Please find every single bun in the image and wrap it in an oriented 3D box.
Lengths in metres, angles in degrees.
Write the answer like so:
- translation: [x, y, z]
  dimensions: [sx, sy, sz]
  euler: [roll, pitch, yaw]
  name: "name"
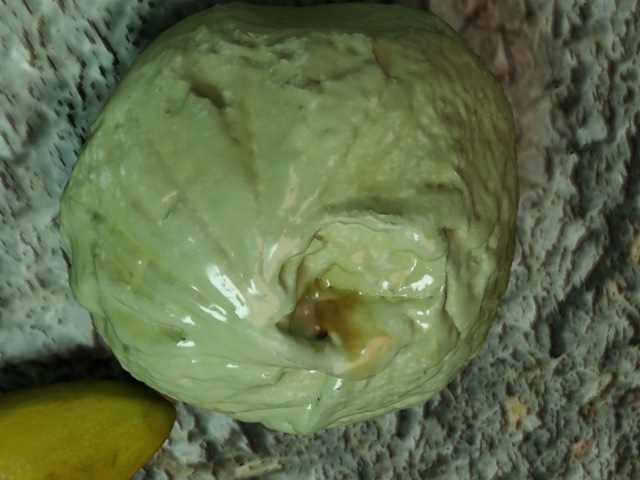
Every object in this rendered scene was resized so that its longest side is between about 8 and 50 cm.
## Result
- translation: [0.000, 0.000, 0.907]
  dimensions: [0.349, 0.227, 0.352]
  euler: [-27, 131, -7]
  name: "bun"

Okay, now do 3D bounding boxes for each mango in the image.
- translation: [-0.259, 0.203, 0.995]
  dimensions: [0.317, 0.119, 0.176]
  euler: [-29, 138, -12]
  name: "mango"

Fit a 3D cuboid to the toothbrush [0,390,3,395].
- translation: [-0.389, 0.169, 0.976]
  dimensions: [0.288, 0.024, 0.021]
  euler: [-17, 126, -13]
  name: "toothbrush"
